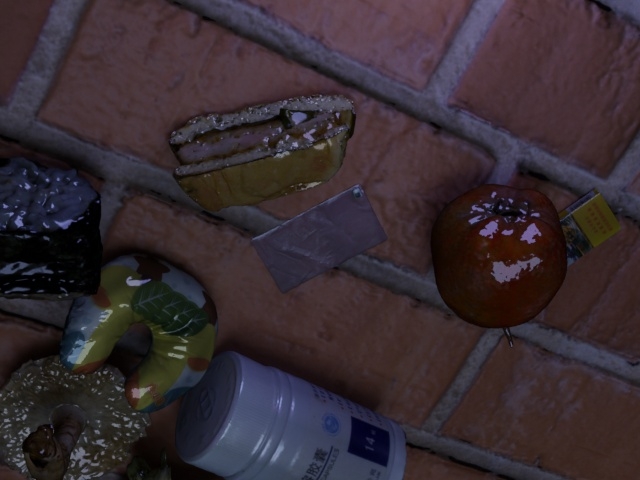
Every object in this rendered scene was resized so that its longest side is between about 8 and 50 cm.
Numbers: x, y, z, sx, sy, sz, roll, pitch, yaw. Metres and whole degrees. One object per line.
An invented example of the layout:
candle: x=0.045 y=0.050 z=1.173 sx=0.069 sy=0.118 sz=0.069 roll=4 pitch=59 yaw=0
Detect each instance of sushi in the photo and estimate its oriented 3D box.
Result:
sushi: x=-0.463 y=-0.010 z=1.333 sx=0.350 sy=0.211 sz=0.170 roll=4 pitch=121 yaw=-8

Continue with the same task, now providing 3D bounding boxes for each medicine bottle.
medicine bottle: x=-0.046 y=0.316 z=1.604 sx=0.332 sy=0.190 sz=0.190 roll=27 pitch=109 yaw=-23

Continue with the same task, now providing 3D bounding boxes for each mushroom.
mushroom: x=-0.401 y=0.294 z=1.472 sx=0.208 sy=0.302 sz=0.233 roll=14 pitch=107 yaw=18

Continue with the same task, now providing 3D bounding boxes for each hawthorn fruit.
hawthorn fruit: x=0.267 y=0.049 z=1.525 sx=0.211 sy=0.210 sz=0.262 roll=-10 pitch=127 yaw=-7

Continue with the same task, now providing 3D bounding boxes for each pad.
pad: x=0.000 y=0.000 z=1.550 sx=0.188 sy=0.006 sz=0.113 roll=-27 pitch=121 yaw=3

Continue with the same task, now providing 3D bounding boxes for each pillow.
pillow: x=-0.257 y=0.133 z=1.483 sx=0.233 sy=0.086 sz=0.214 roll=42 pitch=68 yaw=-30

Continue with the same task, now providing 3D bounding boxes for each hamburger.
hamburger: x=-0.072 y=-0.122 z=1.413 sx=0.262 sy=0.124 sz=0.131 roll=-13 pitch=138 yaw=0

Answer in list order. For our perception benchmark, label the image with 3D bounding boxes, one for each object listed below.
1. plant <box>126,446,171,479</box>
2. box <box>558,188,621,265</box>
plant: x=-0.210 y=0.478 z=1.630 sx=0.261 sy=0.297 sz=0.306 roll=-43 pitch=76 yaw=22
box: x=0.399 y=-0.007 z=1.626 sx=0.155 sy=0.023 sz=0.087 roll=-36 pitch=122 yaw=8
